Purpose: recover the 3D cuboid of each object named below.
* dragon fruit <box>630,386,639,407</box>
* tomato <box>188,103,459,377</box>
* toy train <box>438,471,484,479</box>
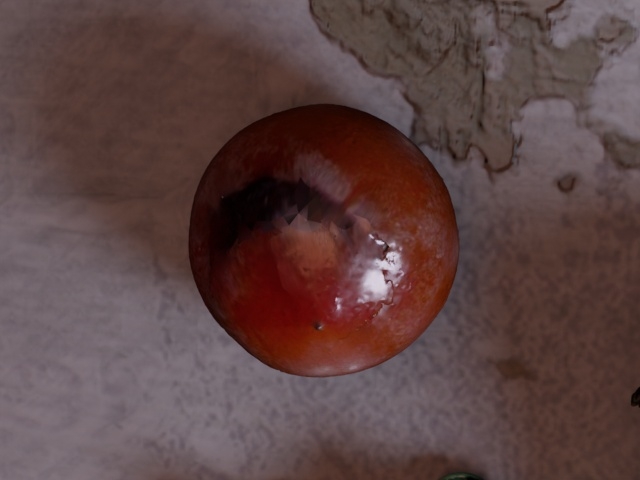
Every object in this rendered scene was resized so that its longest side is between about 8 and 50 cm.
[{"bbox_3d":[0.346,0.206,1.266,0.250,0.269,0.291,14,92,21],"label":"dragon fruit"},{"bbox_3d":[0.000,0.000,1.366,0.208,0.184,0.208,1,93,11],"label":"tomato"},{"bbox_3d":[0.053,0.274,1.416,0.253,0.105,0.157,-11,103,15],"label":"toy train"}]
